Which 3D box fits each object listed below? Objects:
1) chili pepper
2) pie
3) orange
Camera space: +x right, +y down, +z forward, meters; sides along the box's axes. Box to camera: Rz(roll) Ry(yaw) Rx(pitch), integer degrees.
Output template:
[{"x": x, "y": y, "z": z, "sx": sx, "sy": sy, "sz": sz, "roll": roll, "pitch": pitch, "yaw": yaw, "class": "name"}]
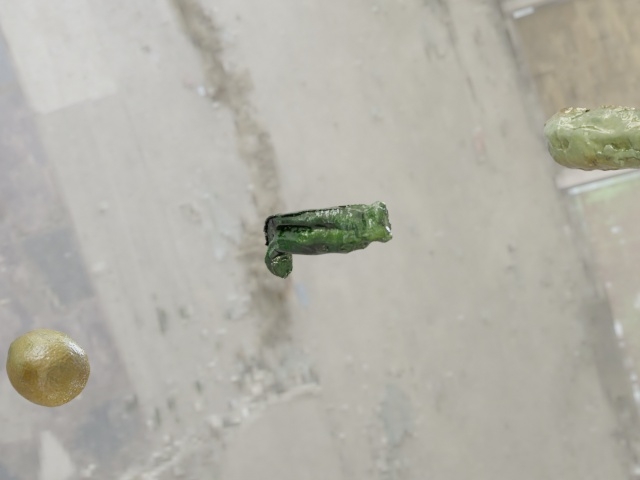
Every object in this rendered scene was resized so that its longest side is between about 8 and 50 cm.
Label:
[{"x": -0.007, "y": -0.001, "z": 0.970, "sx": 0.055, "sy": 0.118, "sz": 0.035, "roll": 36, "pitch": 50, "yaw": -29, "class": "chili pepper"}, {"x": 0.367, "y": -0.100, "z": 1.436, "sx": 0.306, "sy": 0.306, "sz": 0.071, "roll": -4, "pitch": 94, "yaw": -60, "class": "pie"}, {"x": -0.304, "y": 0.139, "z": 1.621, "sx": 0.095, "sy": 0.085, "sz": 0.085, "roll": 34, "pitch": 27, "yaw": 14, "class": "orange"}]
